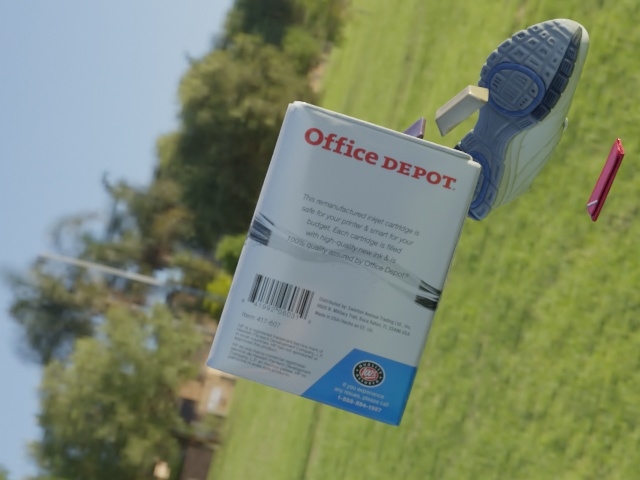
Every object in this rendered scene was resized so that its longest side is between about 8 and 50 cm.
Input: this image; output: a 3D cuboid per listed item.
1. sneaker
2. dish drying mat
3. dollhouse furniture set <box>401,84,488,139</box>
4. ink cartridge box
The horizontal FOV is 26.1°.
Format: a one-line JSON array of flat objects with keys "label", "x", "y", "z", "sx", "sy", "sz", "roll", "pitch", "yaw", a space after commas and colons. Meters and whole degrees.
[{"label": "sneaker", "x": 0.257, "y": -0.158, "z": 1.723, "sx": 0.129, "sy": 0.111, "sz": 0.297, "roll": -18, "pitch": -32, "yaw": -39}, {"label": "dish drying mat", "x": 0.286, "y": -0.061, "z": 1.389, "sx": 0.032, "sy": 0.008, "sz": 0.083, "roll": -88, "pitch": 12, "yaw": -55}, {"label": "dollhouse furniture set", "x": 0.149, "y": -0.097, "z": 1.466, "sx": 0.114, "sy": 0.081, "sz": 0.091, "roll": -38, "pitch": 21, "yaw": 27}, {"label": "ink cartridge box", "x": 0.017, "y": 0.017, "z": 1.024, "sx": 0.086, "sy": 0.148, "sz": 0.203, "roll": 139, "pitch": 150, "yaw": -88}]
